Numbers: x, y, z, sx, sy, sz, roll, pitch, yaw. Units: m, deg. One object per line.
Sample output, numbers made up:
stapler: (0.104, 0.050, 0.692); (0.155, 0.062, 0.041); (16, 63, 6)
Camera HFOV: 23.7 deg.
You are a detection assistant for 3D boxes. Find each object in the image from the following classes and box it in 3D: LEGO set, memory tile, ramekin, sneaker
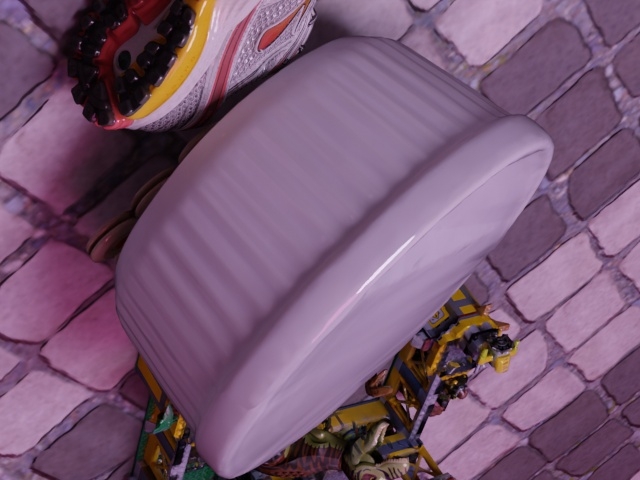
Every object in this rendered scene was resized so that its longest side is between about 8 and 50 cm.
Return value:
LEGO set: (0.018, 0.173, 1.112); (0.331, 0.192, 0.255); (-5, 135, -37)
memory tile: (-0.077, -0.023, 0.912); (0.113, 0.012, 0.148); (-42, 169, 8)
ramekin: (0.000, 0.000, 0.891); (0.273, 0.127, 0.273); (-42, 168, -11)
sneaker: (-0.037, -0.145, 0.805); (0.225, 0.088, 0.092); (-43, 153, 23)
